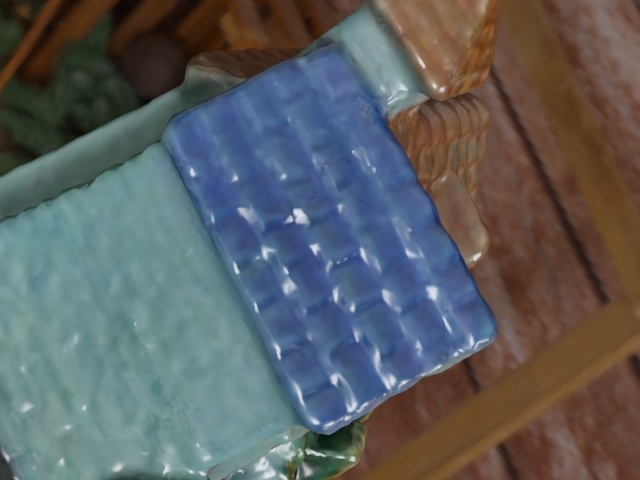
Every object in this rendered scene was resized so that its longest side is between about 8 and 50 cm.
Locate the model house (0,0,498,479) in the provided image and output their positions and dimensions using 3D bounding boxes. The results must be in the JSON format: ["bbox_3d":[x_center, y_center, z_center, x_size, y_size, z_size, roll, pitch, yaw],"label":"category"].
[{"bbox_3d":[0.000,0.000,0.395,0.119,0.148,0.148,60,26,5],"label":"model house"}]
